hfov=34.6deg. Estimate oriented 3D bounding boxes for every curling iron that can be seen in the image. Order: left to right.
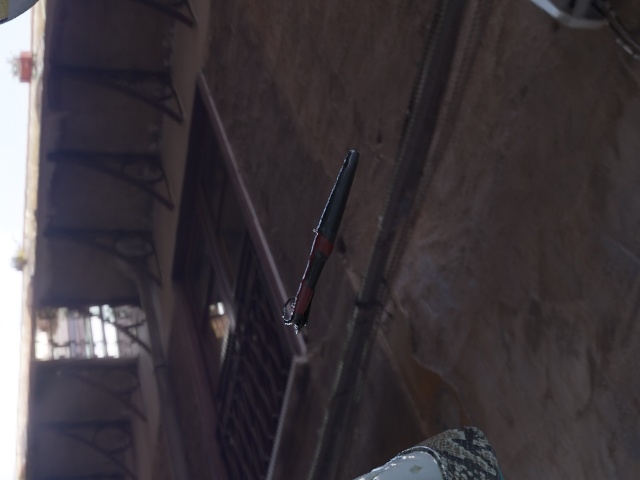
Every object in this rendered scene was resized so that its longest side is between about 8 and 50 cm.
[{"bbox_3d":[0.000,0.000,1.471,0.035,0.068,0.274,17,-87,-16],"label":"curling iron"}]

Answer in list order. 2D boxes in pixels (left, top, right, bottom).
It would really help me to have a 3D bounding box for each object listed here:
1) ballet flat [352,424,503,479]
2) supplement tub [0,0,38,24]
[{"bbox_3d":[0.077,0.320,0.910,0.182,0.483,0.164,34,-55,-19],"label":"ballet flat"},{"bbox_3d":[-0.380,-0.369,1.068,0.241,0.331,0.241,1,-93,-18],"label":"supplement tub"}]
